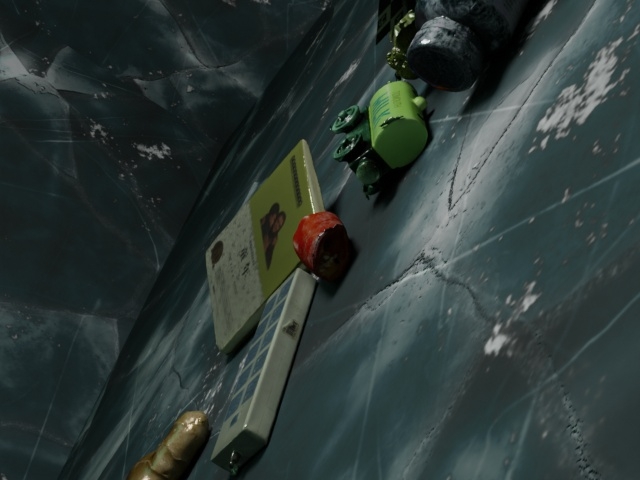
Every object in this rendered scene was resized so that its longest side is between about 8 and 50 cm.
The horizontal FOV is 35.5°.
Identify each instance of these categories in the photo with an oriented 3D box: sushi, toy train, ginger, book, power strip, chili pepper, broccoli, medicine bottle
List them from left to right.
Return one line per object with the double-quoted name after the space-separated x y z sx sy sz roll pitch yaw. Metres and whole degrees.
-0.278 0.421 1.587 0.148 0.081 0.333 -19 38 45 "ginger"
-0.105 0.016 1.771 0.352 0.035 0.239 -48 41 37 "book"
-0.080 0.187 1.462 0.106 0.043 0.367 -48 16 38 "power strip"
0.000 0.000 1.527 0.086 0.084 0.192 -41 18 -1 "chili pepper"
0.101 -0.171 1.553 0.157 0.105 0.253 -38 18 17 "toy train"
0.162 -0.322 1.609 0.130 0.120 0.131 -37 -18 1 "broccoli"
0.164 -0.401 1.481 0.192 0.050 0.215 -48 -17 -20 "sushi"
0.222 -0.350 1.394 0.293 0.141 0.141 -63 14 -20 "medicine bottle"
